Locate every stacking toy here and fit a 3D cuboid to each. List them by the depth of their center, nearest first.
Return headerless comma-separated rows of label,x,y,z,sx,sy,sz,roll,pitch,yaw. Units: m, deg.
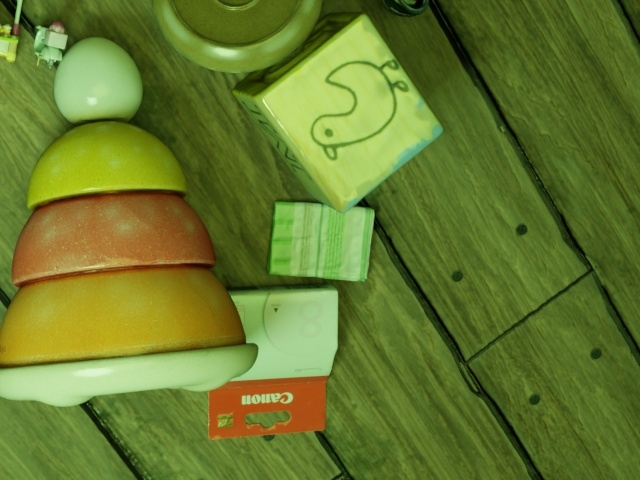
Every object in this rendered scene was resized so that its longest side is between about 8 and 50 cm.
stacking toy,-0.273,-0.034,1.575,0.351,0.350,0.479,-4,86,-14

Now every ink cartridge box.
ink cartridge box,-0.071,0.182,1.769,0.189,0.066,0.232,-2,97,-15

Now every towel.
towel,0.000,0.000,1.773,0.152,0.023,0.113,4,97,-14

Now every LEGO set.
LEGO set,-0.468,-0.300,1.530,0.287,0.132,0.107,9,93,-39

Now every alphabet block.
alphabet block,0.021,-0.181,1.652,0.192,0.193,0.197,-40,107,-7

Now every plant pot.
plant pot,-0.112,-0.343,1.616,0.236,0.032,0.236,0,79,2

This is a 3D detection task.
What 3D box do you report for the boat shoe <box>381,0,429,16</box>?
boat shoe,0.086,-0.427,1.643,0.095,0.079,0.254,-20,104,-9
